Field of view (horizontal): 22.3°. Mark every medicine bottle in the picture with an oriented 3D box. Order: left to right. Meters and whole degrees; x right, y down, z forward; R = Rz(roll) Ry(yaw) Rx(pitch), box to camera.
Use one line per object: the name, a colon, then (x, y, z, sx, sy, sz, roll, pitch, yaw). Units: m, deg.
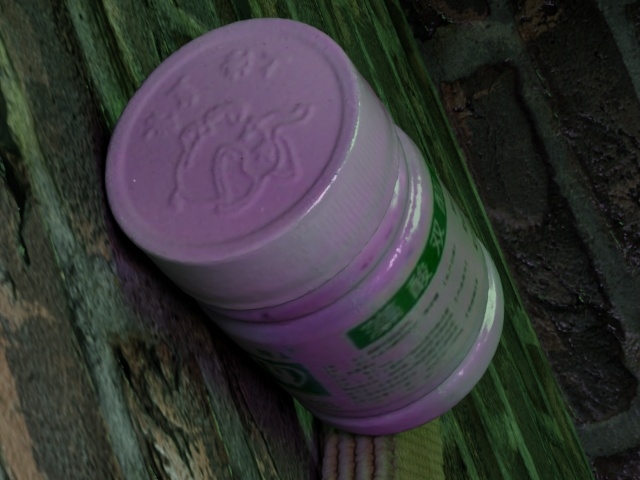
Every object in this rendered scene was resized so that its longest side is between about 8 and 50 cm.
medicine bottle: (0.000, 0.000, 1.269, 0.325, 0.212, 0.212, 50, 20, -51)

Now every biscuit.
biscuit: (0.057, 0.213, 1.410, 0.144, 0.078, 0.426, 61, 15, -24)
